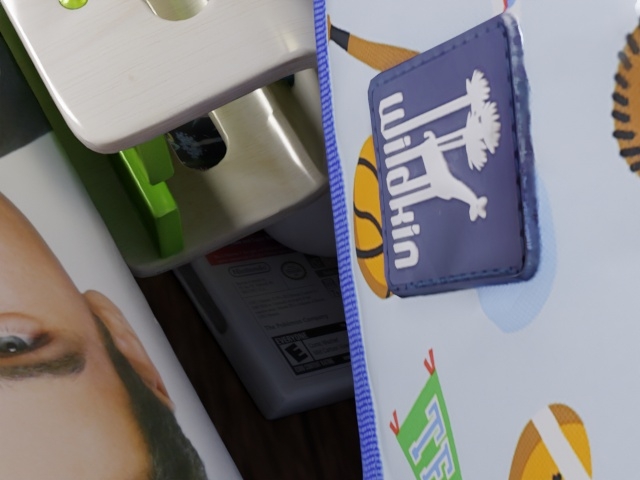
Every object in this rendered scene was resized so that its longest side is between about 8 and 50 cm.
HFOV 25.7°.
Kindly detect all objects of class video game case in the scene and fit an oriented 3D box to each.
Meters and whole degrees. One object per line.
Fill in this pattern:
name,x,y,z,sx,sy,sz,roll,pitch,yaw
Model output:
video game case,0.000,0.000,0.747,0.201,0.023,0.183,-9,56,-45

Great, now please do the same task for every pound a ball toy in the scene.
pound a ball toy,-0.098,-0.142,0.647,0.136,0.208,0.319,-26,67,-11

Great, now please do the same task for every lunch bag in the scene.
lunch bag,0.125,-0.015,0.476,0.385,0.239,0.327,22,64,-78

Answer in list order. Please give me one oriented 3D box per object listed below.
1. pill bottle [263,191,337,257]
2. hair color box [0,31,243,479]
pill bottle,-0.003,-0.104,0.737,0.117,0.117,0.215,12,42,-32
hair color box,-0.179,0.015,0.489,0.185,0.113,0.374,-4,53,-44
